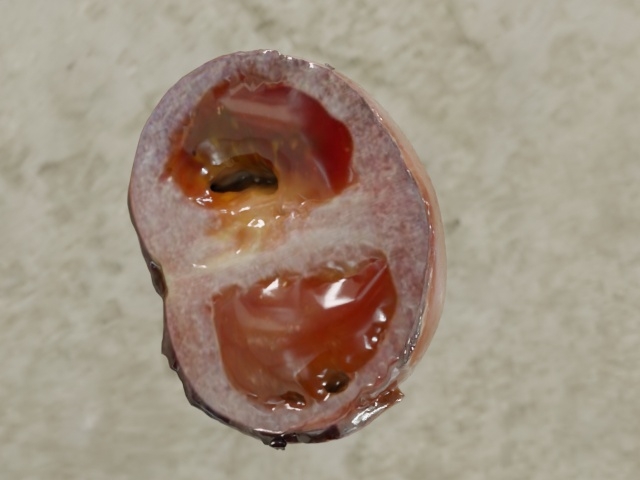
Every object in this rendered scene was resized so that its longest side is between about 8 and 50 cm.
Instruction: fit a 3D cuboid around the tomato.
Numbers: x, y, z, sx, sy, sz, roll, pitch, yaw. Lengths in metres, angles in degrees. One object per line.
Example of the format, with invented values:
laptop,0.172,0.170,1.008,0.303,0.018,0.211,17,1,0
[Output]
tomato,0.000,0.000,1.088,0.112,0.199,0.228,-7,83,-57
